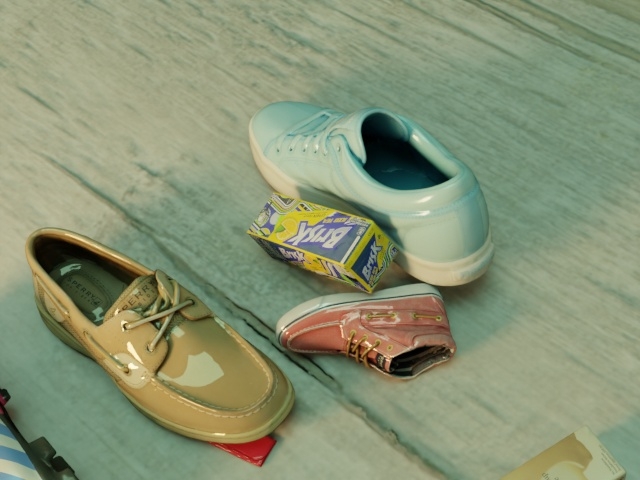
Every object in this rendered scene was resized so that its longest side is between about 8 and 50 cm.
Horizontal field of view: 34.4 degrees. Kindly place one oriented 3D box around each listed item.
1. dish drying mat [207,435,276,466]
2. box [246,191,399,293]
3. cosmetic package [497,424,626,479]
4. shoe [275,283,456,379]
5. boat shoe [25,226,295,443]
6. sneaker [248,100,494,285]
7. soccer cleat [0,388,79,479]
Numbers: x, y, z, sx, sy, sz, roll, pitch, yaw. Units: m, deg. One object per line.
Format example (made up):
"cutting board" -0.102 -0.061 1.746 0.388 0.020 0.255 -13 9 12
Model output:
"dish drying mat" -0.087 0.195 1.028 0.083 0.008 0.032 20 58 23
"box" 0.000 0.000 1.089 0.169 0.054 0.059 18 70 48
"cosmetic package" 0.212 0.225 0.935 0.115 0.041 0.060 -30 55 -13
"shoe" 0.046 0.099 1.043 0.178 0.063 0.081 -11 47 -4
"boat shoe" -0.178 0.092 1.053 0.341 0.110 0.121 24 56 26
"sneaker" 0.047 -0.100 1.125 0.135 0.150 0.366 -36 48 -27
"soccer cleat" -0.356 0.200 1.003 0.143 0.116 0.331 -40 57 -18
